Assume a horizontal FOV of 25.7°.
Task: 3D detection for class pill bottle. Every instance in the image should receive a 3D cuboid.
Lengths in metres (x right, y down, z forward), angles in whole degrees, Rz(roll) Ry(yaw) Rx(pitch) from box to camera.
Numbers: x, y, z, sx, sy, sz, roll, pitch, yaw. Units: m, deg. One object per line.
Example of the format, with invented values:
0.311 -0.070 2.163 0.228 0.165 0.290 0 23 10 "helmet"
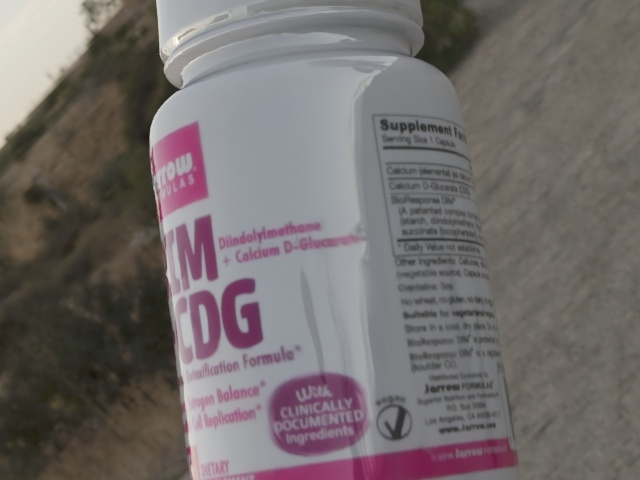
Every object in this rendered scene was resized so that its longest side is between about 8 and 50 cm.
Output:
0.000 0.000 0.702 0.160 0.283 0.160 -8 -10 -1 "pill bottle"
